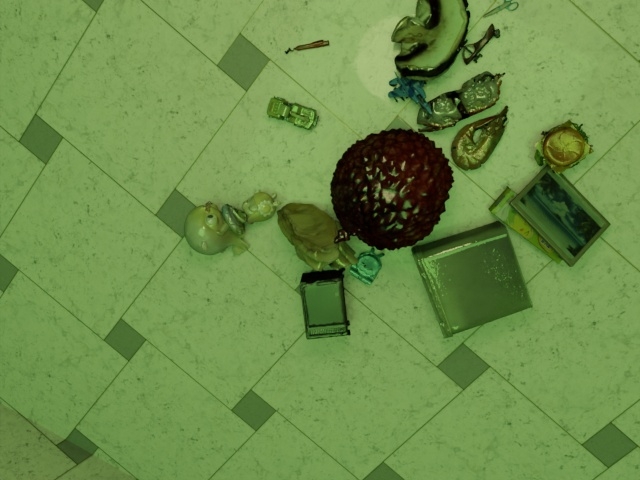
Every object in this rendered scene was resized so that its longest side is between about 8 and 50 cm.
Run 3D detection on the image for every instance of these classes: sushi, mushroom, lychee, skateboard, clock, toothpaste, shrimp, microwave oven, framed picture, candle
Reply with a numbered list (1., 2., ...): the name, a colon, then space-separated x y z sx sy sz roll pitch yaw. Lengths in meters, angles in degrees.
1. sushi: 0.488 -0.484 1.759 0.333 0.124 0.129 -21 107 16
2. mushroom: 0.369 -0.689 1.697 0.248 0.130 0.343 10 80 13
3. lychee: 0.225 -0.156 1.724 0.424 0.424 0.500 45 81 -3
4. skateboard: 0.547 -0.684 1.738 0.080 0.067 0.151 44 110 7
5. clock: 0.192 0.094 1.991 0.108 0.045 0.147 32 106 -1
6. toothpaste: 0.779 -0.058 1.840 0.328 0.077 0.110 37 105 -1
7. shrimp: 0.581 -0.377 1.807 0.145 0.061 0.267 41 109 8
8. microwave oven: 0.020 0.246 1.987 0.178 0.188 0.247 -5 99 5
9. framed picture: 0.854 -0.095 1.785 0.232 0.024 0.315 -44 88 -12
10. candle: -0.051 -0.715 1.845 0.168 0.021 0.026 -7 123 10

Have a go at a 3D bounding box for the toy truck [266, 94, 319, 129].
1. toy truck: -0.107 -0.472 1.864 0.191 0.116 0.085 20 104 3

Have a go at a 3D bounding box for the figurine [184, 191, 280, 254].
1. figurine: -0.333 -0.068 1.994 0.395 0.226 0.274 -28 129 4

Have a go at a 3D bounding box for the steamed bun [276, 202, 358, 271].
1. steamed bun: 0.000 0.000 1.864 0.248 0.428 0.189 -17 121 -17

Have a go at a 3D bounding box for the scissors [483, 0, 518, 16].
1. scissors: 0.617 -0.797 1.718 0.119 0.014 0.058 -26 97 11

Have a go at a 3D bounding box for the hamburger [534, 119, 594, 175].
1. hamburger: 0.842 -0.324 1.754 0.190 0.093 0.163 -24 90 12

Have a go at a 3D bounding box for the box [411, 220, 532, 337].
1. box: 0.562 0.143 1.876 0.344 0.177 0.351 -20 99 12

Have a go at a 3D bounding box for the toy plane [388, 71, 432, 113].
1. toy plane: 0.334 -0.516 1.748 0.169 0.078 0.246 -35 62 14
